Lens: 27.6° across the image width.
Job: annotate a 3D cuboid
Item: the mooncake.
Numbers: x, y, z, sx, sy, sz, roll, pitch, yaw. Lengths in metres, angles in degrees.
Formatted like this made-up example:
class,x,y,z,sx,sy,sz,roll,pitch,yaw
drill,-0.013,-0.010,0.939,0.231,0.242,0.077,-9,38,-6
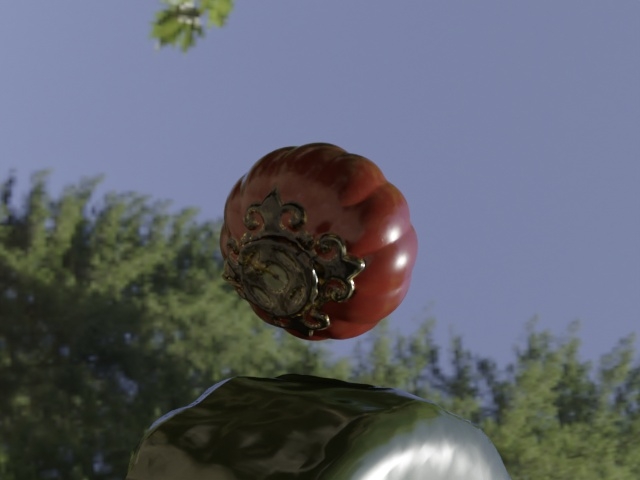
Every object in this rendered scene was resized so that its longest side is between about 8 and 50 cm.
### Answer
class,x,y,z,sx,sy,sz,roll,pitch,yaw
mooncake,-0.014,0.273,0.918,0.194,0.356,0.356,7,-85,40

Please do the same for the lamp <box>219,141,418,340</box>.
class,x,y,z,sx,sy,sz,roll,pitch,yaw
lamp,0.000,0.000,1.436,0.227,0.227,0.226,0,-90,47
